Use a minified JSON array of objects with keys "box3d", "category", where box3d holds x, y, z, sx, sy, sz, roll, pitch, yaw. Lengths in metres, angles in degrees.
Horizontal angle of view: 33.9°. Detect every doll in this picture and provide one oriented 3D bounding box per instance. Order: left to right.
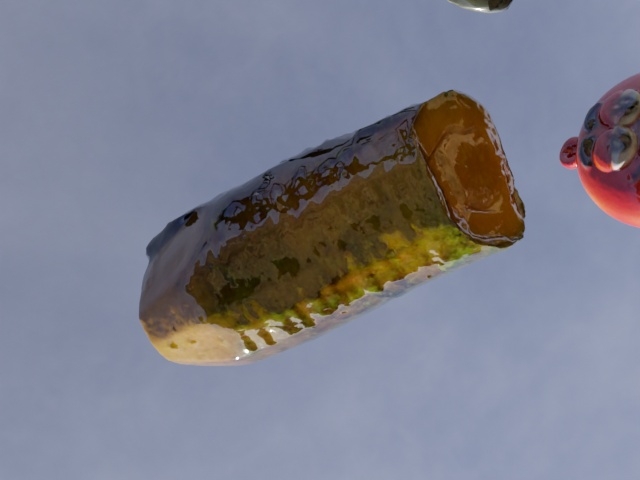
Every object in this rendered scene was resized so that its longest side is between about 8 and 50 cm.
[{"box3d":[0.282,-0.075,0.782,0.085,0.217,0.183,37,-109,-53],"category":"doll"}]

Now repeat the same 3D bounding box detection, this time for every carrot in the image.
[{"box3d":[0.000,0.000,0.464,0.082,0.173,0.082,49,-155,-32],"category":"carrot"}]

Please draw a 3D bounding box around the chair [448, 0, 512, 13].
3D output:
[{"box3d":[-0.038,-0.376,0.415,0.365,0.362,0.410,-65,-13,-56],"category":"chair"}]
